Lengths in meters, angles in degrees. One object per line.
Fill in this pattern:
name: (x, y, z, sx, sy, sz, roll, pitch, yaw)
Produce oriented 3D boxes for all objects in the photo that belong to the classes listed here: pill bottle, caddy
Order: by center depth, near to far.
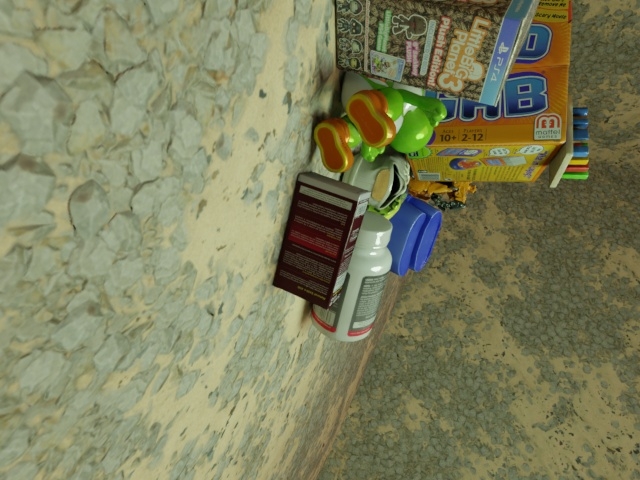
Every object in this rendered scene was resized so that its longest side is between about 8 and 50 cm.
pill bottle: (0.084, 0.089, 1.065, 0.176, 0.176, 0.319, -38, 145, -57)
caddy: (0.333, -0.023, 1.645, 0.241, 0.179, 0.342, -8, 121, -42)

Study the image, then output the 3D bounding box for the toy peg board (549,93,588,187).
toy peg board: (0.604, -0.232, 0.970, 0.161, 0.079, 0.161, 51, 46, -65)

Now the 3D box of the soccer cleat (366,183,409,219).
soccer cleat: (0.219, -0.113, 1.355, 0.289, 0.093, 0.121, -48, 160, -45)

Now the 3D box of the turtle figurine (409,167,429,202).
turtle figurine: (0.390, -0.287, 1.647, 0.217, 0.087, 0.270, 1, 89, -66)

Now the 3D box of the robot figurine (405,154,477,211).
robot figurine: (0.418, -0.224, 1.471, 0.211, 0.290, 0.085, -69, 161, 3)

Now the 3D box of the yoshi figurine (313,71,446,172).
yoshi figurine: (0.150, -0.238, 0.854, 0.362, 0.203, 0.203, -43, 152, -48)

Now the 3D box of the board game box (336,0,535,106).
board game box: (0.205, -0.388, 0.705, 0.232, 0.290, 0.141, -58, 159, -30)

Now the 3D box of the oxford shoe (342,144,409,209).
oxford shoe: (0.189, -0.177, 1.148, 0.449, 0.129, 0.169, -31, 136, -64)

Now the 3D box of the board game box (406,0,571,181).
board game box: (0.435, -0.376, 1.122, 0.356, 0.355, 0.357, 21, 74, -71)

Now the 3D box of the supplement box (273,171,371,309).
supplement box: (0.000, 0.000, 0.808, 0.073, 0.130, 0.240, -27, 136, -64)
